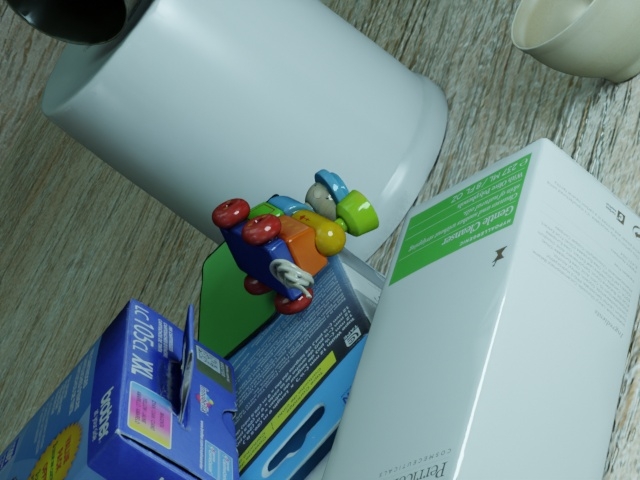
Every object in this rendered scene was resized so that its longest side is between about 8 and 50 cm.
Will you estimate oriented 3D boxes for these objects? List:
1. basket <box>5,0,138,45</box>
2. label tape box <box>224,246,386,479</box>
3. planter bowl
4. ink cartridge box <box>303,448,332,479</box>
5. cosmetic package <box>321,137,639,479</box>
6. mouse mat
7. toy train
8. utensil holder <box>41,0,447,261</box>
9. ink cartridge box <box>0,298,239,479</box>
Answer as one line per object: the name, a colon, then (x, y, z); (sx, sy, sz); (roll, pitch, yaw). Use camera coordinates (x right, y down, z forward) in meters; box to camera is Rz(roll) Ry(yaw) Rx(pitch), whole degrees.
basket: (-0.235, -0.357, 1.930); (0.204, 0.154, 0.227); (-16, 39, 56)
label tape box: (-0.006, 0.169, 1.743); (0.249, 0.115, 0.347); (-50, 21, 10)
planter bowl: (0.288, -0.228, 1.745); (0.162, 0.109, 0.162); (-44, 23, 24)
ink cartridge box: (0.052, 0.230, 1.558); (0.143, 0.092, 0.090); (-50, 22, 12)
cosmetic package: (0.142, 0.118, 1.459); (0.197, 0.155, 0.365); (-30, 30, 44)
mouse mat: (-0.092, 0.052, 1.917); (0.152, 0.007, 0.189); (-41, 32, 34)
toy train: (0.000, 0.000, 1.746); (0.143, 0.105, 0.248); (-31, 22, -15)
utensil holder: (-0.093, -0.165, 2.068); (0.327, 0.385, 0.327); (-43, 24, 24)
ink cartridge box: (-0.217, 0.246, 1.720); (0.395, 0.151, 0.270); (-48, 20, 17)
